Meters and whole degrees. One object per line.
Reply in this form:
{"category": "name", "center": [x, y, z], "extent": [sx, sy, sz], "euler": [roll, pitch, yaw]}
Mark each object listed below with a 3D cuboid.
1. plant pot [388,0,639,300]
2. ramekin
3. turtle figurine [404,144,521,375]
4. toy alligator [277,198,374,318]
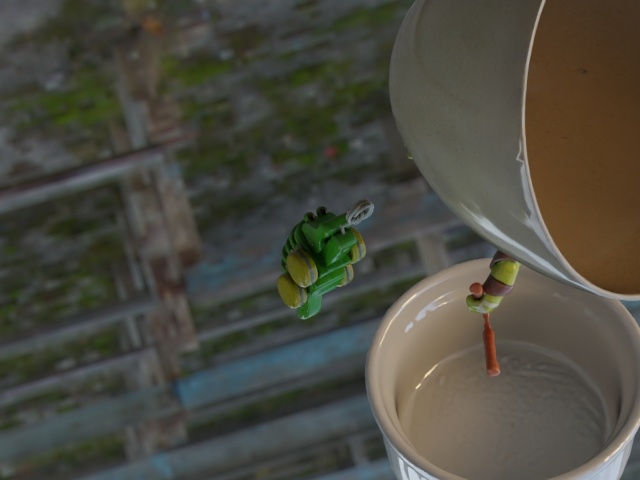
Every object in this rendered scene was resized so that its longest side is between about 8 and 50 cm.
{"category": "plant pot", "center": [0.160, -0.111, 1.410], "extent": [0.191, 0.284, 0.284], "euler": [10, -164, 44]}
{"category": "ramekin", "center": [0.185, 0.164, 1.984], "extent": [0.277, 0.277, 0.135], "euler": [-16, 143, -8]}
{"category": "turtle figurine", "center": [0.157, -0.037, 1.726], "extent": [0.087, 0.269, 0.217], "euler": [-7, 138, 38]}
{"category": "toy alligator", "center": [0.000, 0.000, 1.520], "extent": [0.056, 0.051, 0.189], "euler": [-26, 161, -25]}
